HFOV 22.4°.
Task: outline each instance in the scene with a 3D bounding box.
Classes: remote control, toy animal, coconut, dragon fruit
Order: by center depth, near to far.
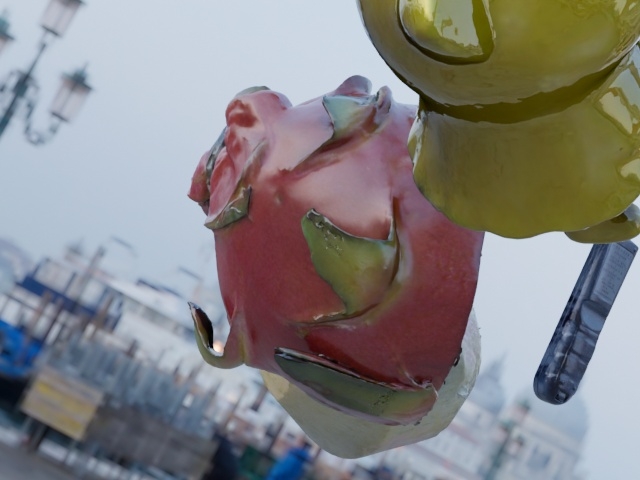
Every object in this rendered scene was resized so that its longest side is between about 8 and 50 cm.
[{"bbox_3d":[0.089,-0.084,0.745,0.156,0.156,0.230,23,-21,42],"label":"toy animal"},{"bbox_3d":[0.220,0.065,1.336,0.043,0.153,0.027,27,-7,-33],"label":"remote control"},{"bbox_3d":[0.000,0.000,1.393,0.225,0.306,0.305,15,-3,-13],"label":"dragon fruit"},{"bbox_3d":[0.047,0.127,1.702,0.197,0.237,0.237,56,9,30],"label":"coconut"}]
